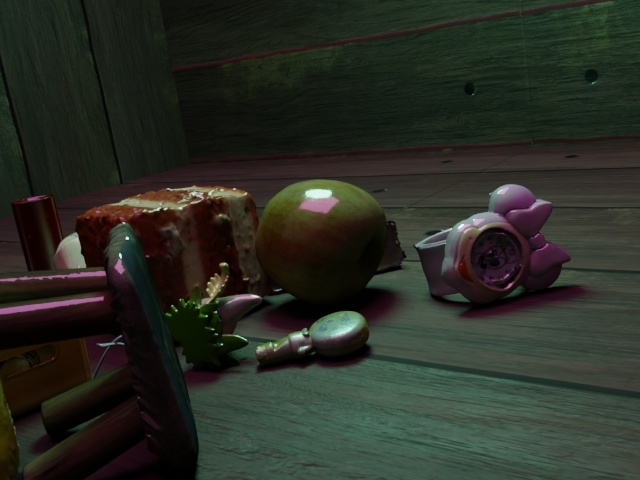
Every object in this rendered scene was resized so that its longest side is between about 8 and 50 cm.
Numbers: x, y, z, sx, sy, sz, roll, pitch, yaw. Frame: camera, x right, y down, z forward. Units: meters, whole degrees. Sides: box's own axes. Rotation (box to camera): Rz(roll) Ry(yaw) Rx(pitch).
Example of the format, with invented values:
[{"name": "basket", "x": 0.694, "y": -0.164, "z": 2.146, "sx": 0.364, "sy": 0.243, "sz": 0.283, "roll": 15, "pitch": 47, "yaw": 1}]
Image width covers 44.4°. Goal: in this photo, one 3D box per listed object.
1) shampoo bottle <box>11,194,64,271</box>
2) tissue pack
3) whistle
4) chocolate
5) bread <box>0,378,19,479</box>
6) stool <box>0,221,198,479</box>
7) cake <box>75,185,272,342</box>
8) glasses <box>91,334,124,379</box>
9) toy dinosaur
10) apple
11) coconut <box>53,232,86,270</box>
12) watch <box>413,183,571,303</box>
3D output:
[{"name": "shampoo bottle", "x": -0.681, "y": 0.023, "z": 1.939, "sx": 0.102, "sy": 0.260, "sz": 0.064, "roll": -16, "pitch": 16, "yaw": -23}, {"name": "tissue pack", "x": -0.543, "y": 0.198, "z": 1.293, "sx": 0.274, "sy": 0.195, "sz": 0.145, "roll": -21, "pitch": 22, "yaw": -38}, {"name": "whistle", "x": -0.012, "y": 0.176, "z": 1.337, "sx": 0.198, "sy": 0.057, "sz": 0.104, "roll": -18, "pitch": 20, "yaw": -4}, {"name": "chocolate", "x": 0.024, "y": 0.036, "z": 1.786, "sx": 0.321, "sy": 0.112, "sz": 0.112, "roll": -12, "pitch": 4, "yaw": -8}, {"name": "bread", "x": -0.524, "y": 0.158, "z": 1.042, "sx": 0.165, "sy": 0.376, "sz": 0.236, "roll": -16, "pitch": 17, "yaw": -21}, {"name": "stool", "x": -0.313, "y": 0.162, "z": 1.069, "sx": 0.226, "sy": 0.311, "sz": 0.310, "roll": -19, "pitch": 14, "yaw": -10}, {"name": "cake", "x": -0.293, "y": 0.031, "z": 1.633, "sx": 0.319, "sy": 0.270, "sz": 0.270, "roll": -22, "pitch": 18, "yaw": -40}, {"name": "glasses", "x": -0.335, "y": 0.197, "z": 1.334, "sx": 0.139, "sy": 0.104, "sz": 0.062, "roll": -15, "pitch": 16, "yaw": -8}, {"name": "toy dinosaur", "x": -0.174, "y": 0.153, "z": 1.413, "sx": 0.194, "sy": 0.152, "sz": 0.177, "roll": -49, "pitch": -11, "yaw": 32}, {"name": "apple", "x": 0.000, "y": 0.000, "z": 1.583, "sx": 0.233, "sy": 0.257, "sz": 0.256, "roll": 19, "pitch": 26, "yaw": 27}, {"name": "coconut", "x": -0.549, "y": 0.074, "z": 1.884, "sx": 0.170, "sy": 0.183, "sz": 0.171, "roll": -25, "pitch": -18, "yaw": -9}, {"name": "watch", "x": 0.314, "y": 0.011, "z": 1.528, "sx": 0.248, "sy": 0.211, "sz": 0.217, "roll": -21, "pitch": 7, "yaw": -13}]
